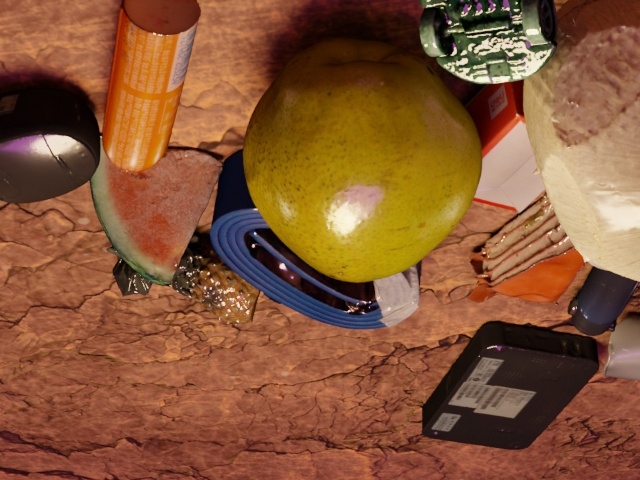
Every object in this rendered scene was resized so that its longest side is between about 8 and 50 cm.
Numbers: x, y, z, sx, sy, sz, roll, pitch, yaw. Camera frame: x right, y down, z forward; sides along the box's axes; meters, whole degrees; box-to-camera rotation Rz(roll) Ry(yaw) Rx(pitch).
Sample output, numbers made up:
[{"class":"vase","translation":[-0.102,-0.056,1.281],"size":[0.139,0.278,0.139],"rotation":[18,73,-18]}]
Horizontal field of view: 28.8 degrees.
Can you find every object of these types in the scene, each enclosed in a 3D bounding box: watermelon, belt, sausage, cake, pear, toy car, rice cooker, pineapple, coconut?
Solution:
[{"class":"watermelon","translation":[-0.235,-0.044,1.698],"size":[0.202,0.207,0.136],"rotation":[-45,151,27]},{"class":"belt","translation":[0.000,0.000,1.769],"size":[0.212,0.117,0.347],"rotation":[-26,134,36]},{"class":"sausage","translation":[-0.218,-0.182,1.546],"size":[0.093,0.093,0.312],"rotation":[10,145,-10]},{"class":"cake","translation":[0.329,0.013,1.783],"size":[0.135,0.098,0.287],"rotation":[19,146,-20]},{"class":"pear","translation":[0.049,-0.093,1.503],"size":[0.294,0.294,0.294],"rotation":[2,145,1]},{"class":"toy car","translation":[0.160,-0.314,1.275],"size":[0.136,0.125,0.306],"rotation":[-3,125,28]},{"class":"rice cooker","translation":[-0.382,-0.123,1.617],"size":[0.203,0.118,0.142],"rotation":[-7,144,13]},{"class":"pineapple","translation":[-0.199,0.044,1.840],"size":[0.237,0.119,0.111],"rotation":[19,122,-4]},{"class":"coconut","translation":[0.393,-0.110,1.331],"size":[0.346,0.360,0.346],"rotation":[-2,124,-3]}]

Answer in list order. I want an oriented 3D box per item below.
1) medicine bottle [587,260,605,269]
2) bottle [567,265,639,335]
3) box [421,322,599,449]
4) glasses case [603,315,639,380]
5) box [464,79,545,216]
[{"class":"medicine bottle","translation":[0.378,-0.062,1.589],"size":[0.102,0.187,0.103],"rotation":[2,146,2]},{"class":"bottle","translation":[0.432,0.058,1.854],"size":[0.082,0.072,0.244],"rotation":[14,145,4]},{"class":"box","translation":[0.322,0.261,2.162],"size":[0.211,0.058,0.350],"rotation":[11,143,-9]},{"class":"glasses case","translation":[0.604,0.180,2.008],"size":[0.308,0.083,0.128],"rotation":[3,151,-1]},{"class":"box","translation":[0.242,-0.129,1.585],"size":[0.133,0.099,0.182],"rotation":[13,143,-24]}]
